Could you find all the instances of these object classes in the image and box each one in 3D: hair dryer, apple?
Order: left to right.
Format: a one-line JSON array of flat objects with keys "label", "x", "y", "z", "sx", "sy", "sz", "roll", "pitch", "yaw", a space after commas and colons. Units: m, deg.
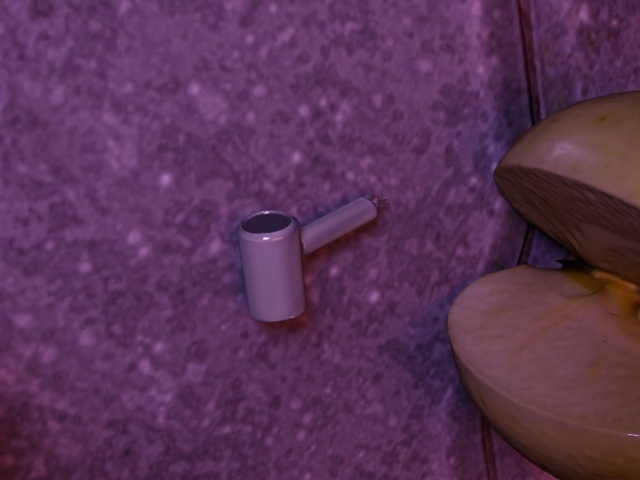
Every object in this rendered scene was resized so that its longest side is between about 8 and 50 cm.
[{"label": "hair dryer", "x": 0.000, "y": 0.000, "z": 0.779, "sx": 0.124, "sy": 0.038, "sz": 0.063, "roll": -29, "pitch": 125, "yaw": -38}, {"label": "apple", "x": 0.237, "y": 0.041, "z": 0.844, "sx": 0.292, "sy": 0.254, "sz": 0.292, "roll": -21, "pitch": 122, "yaw": -38}]
